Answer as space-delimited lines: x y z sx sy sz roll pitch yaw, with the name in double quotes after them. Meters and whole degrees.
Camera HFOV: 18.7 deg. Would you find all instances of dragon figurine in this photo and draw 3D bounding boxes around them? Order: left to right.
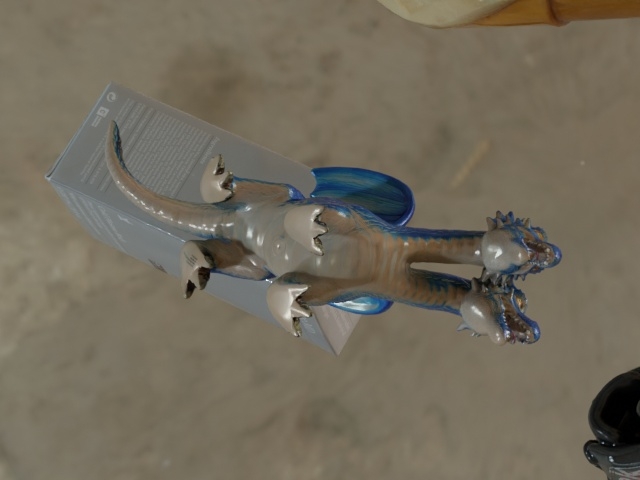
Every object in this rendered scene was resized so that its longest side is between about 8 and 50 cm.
0.000 0.000 1.122 0.289 0.144 0.085 17 100 43 "dragon figurine"

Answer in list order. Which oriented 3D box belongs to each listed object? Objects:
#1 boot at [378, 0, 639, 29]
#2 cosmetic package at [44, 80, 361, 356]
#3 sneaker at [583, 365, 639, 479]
0.159 -0.133 0.844 0.211 0.295 0.104 2 97 -27 "boot"
-0.072 -0.017 1.478 0.238 0.127 0.107 27 75 23 "cosmetic package"
0.263 0.164 1.519 0.135 0.276 0.097 27 67 1 "sneaker"
